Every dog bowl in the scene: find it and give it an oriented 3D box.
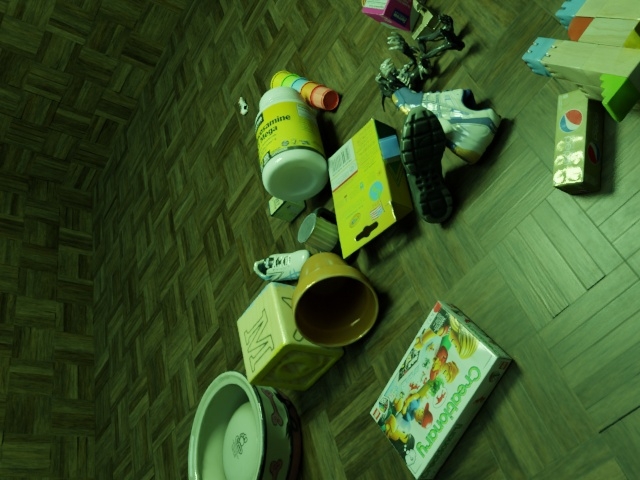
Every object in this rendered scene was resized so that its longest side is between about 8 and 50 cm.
[{"bbox_3d":[-0.207,0.572,1.632,0.408,0.151,0.407,-28,54,47],"label":"dog bowl"}]

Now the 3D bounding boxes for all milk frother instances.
[{"bbox_3d":[0.000,0.000,1.583,0.143,0.135,0.129,-49,28,29],"label":"milk frother"}]

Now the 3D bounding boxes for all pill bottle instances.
[{"bbox_3d":[-0.092,-0.292,1.735,0.188,0.188,0.333,-45,42,35],"label":"pill bottle"}]

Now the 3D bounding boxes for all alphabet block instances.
[{"bbox_3d":[-0.083,0.254,1.554,0.193,0.193,0.197,-51,39,32],"label":"alphabet block"}]

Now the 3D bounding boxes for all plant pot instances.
[{"bbox_3d":[0.023,0.127,1.468,0.205,0.205,0.188,-60,21,19],"label":"plant pot"}]

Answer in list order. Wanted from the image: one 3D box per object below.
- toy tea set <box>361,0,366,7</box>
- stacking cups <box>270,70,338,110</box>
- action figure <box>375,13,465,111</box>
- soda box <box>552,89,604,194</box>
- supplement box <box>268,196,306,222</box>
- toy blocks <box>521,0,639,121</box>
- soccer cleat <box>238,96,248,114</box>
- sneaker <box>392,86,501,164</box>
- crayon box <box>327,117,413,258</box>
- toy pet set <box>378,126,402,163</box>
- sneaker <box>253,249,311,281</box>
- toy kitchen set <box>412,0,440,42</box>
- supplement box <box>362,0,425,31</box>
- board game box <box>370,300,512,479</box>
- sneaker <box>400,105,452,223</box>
[{"bbox_3d":[0.159,-0.826,1.712,0.200,0.124,0.335,-33,51,43],"label":"toy tea set"},{"bbox_3d":[-0.043,-0.479,1.897,0.316,0.096,0.095,31,102,51],"label":"stacking cups"},{"bbox_3d":[0.213,-0.438,1.462,0.276,0.141,0.164,-36,37,41],"label":"action figure"},{"bbox_3d":[0.466,-0.178,1.072,0.061,0.058,0.181,-7,70,53],"label":"soda box"},{"bbox_3d":[-0.102,-0.108,1.820,0.083,0.083,0.056,-44,44,36],"label":"supplement box"},{"bbox_3d":[0.520,-0.380,0.988,0.381,0.191,0.261,-53,31,6],"label":"toy blocks"},{"bbox_3d":[-0.300,-0.530,2.324,0.036,0.029,0.083,-27,58,36],"label":"soccer cleat"},{"bbox_3d":[0.286,-0.290,1.341,0.131,0.112,0.296,-53,50,13],"label":"sneaker"},{"bbox_3d":[0.122,-0.124,1.513,0.202,0.081,0.318,-38,47,41],"label":"crayon box"},{"bbox_3d":[0.199,-0.238,1.417,0.114,0.065,0.122,-14,58,8],"label":"toy pet set"},{"bbox_3d":[-0.114,0.075,1.762,0.237,0.086,0.085,-19,60,49],"label":"sneaker"},{"bbox_3d":[0.250,-0.569,1.528,0.075,0.068,0.083,-50,40,30],"label":"toy kitchen set"},{"bbox_3d":[0.220,-0.686,1.579,0.114,0.111,0.219,41,111,52],"label":"supplement box"},{"bbox_3d":[0.234,0.302,1.205,0.305,0.053,0.193,-63,36,15],"label":"board game box"},{"bbox_3d":[0.218,-0.167,1.295,0.106,0.101,0.267,-110,6,-62],"label":"sneaker"}]
